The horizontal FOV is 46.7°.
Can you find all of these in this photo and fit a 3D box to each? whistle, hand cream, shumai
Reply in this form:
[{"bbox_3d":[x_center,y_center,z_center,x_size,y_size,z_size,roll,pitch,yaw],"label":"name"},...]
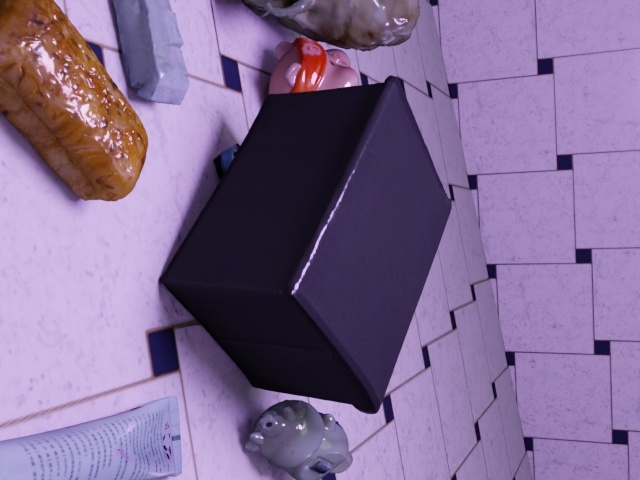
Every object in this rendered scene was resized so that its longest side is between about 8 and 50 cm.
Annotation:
[{"bbox_3d":[-0.020,0.279,1.028,0.092,0.110,0.244,52,5,39],"label":"whistle"},{"bbox_3d":[-0.213,0.195,0.663,0.331,0.058,0.085,13,66,-65],"label":"hand cream"},{"bbox_3d":[-0.036,-0.419,1.192,0.288,0.330,0.292,-30,120,-24],"label":"shumai"}]

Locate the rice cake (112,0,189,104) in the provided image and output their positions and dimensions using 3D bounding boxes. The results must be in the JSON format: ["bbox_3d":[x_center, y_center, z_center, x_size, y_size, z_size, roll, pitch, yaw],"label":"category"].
[{"bbox_3d":[-0.219,-0.327,0.883,0.066,0.063,0.337,-13,93,-59],"label":"rice cake"}]

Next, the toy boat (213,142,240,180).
[{"bbox_3d":[-0.099,-0.088,1.054,0.137,0.060,0.060,54,33,-44],"label":"toy boat"}]

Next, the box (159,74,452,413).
[{"bbox_3d":[0.001,0.000,0.965,0.251,0.204,0.345,57,47,-40],"label":"box"}]

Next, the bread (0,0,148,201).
[{"bbox_3d":[-0.245,-0.137,0.713,0.211,0.083,0.114,59,26,-42],"label":"bread"}]

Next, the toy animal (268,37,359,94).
[{"bbox_3d":[-0.008,-0.237,1.223,0.171,0.171,0.198,-75,150,-46],"label":"toy animal"}]
